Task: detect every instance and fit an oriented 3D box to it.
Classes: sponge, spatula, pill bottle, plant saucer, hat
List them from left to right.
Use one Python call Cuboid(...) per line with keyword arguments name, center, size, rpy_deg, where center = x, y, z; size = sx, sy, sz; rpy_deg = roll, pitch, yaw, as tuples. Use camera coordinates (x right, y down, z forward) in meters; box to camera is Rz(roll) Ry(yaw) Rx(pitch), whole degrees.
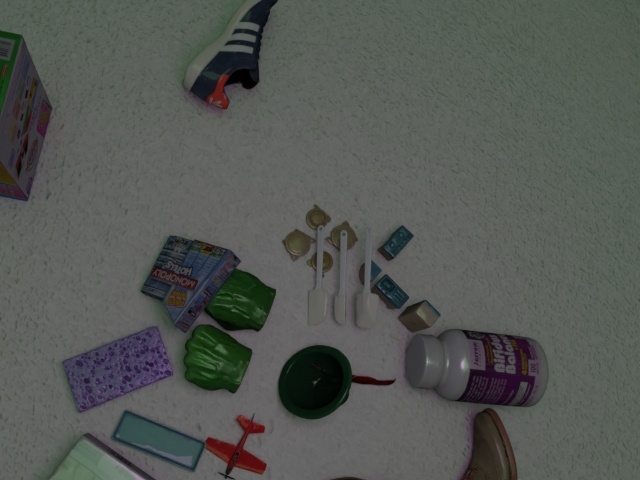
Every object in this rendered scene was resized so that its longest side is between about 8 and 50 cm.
Cuboid(name="sponge", center=(-0.438, 0.278, 1.367), size=(0.210, 0.031, 0.117), rpy_deg=(-20, 82, -18))
Cuboid(name="plant saucer", center=(-0.348, 0.433, 1.358), size=(0.192, 0.018, 0.067), rpy_deg=(25, 72, -8))
Cuboid(name="hat", center=(0.032, 0.357, 1.469), size=(0.208, 0.183, 0.173), rpy_deg=(4, 62, 30))
Cuboid(name="spatula", center=(0.057, 0.085, 1.502), size=(0.168, 0.019, 0.242), rpy_deg=(1, 82, 15))
Cuboid(name="pill bottle", center=(0.365, 0.299, 1.489), size=(0.301, 0.169, 0.169), rpy_deg=(8, 75, -13))

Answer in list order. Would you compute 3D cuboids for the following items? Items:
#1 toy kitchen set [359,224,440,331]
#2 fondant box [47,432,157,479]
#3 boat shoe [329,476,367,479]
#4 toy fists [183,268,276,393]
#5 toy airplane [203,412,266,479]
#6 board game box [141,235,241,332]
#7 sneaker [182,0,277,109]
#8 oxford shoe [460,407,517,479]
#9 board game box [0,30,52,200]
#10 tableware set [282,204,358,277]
Cuboid(name="toy kitchen set", center=(0.221, 0.088, 1.529), size=(0.207, 0.122, 0.166), rpy_deg=(45, 71, -1))
Cuboid(name="fondant box", center=(-0.478, 0.592, 1.246), size=(0.238, 0.096, 0.330), rpy_deg=(36, 73, -4))
Cuboid(name="boat shoe", center=(0.130, 0.594, 1.383), size=(0.324, 0.120, 0.122), rpy_deg=(7, 75, -12))
Cuboid(name="toy fists", center=(-0.213, 0.198, 1.411), size=(0.142, 0.096, 0.279), rpy_deg=(27, 70, -14))
Cuboid(name="toy airplane", center=(-0.175, 0.455, 1.390), size=(0.151, 0.028, 0.151), rpy_deg=(3, 76, -12))
Cuboid(name="board game box", center=(-0.304, 0.093, 1.381), size=(0.194, 0.060, 0.194), rpy_deg=(15, 69, 25))
Cuboid(name="sneaker", center=(-0.188, -0.473, 1.572), size=(0.148, 0.131, 0.350), rpy_deg=(38, 76, -10))
Cuboid(name="oxford shoe", center=(0.374, 0.568, 1.453), size=(0.130, 0.123, 0.348), rpy_deg=(1, 75, -8))
Cuboid(name="board game box", center=(-0.639, -0.242, 1.293), size=(0.064, 0.316, 0.242), rpy_deg=(10, 74, -11))
Cuboid(name="tableware set", center=(0.000, 0.000, 1.550), size=(0.141, 0.020, 0.169), rpy_deg=(41, 72, -1))
